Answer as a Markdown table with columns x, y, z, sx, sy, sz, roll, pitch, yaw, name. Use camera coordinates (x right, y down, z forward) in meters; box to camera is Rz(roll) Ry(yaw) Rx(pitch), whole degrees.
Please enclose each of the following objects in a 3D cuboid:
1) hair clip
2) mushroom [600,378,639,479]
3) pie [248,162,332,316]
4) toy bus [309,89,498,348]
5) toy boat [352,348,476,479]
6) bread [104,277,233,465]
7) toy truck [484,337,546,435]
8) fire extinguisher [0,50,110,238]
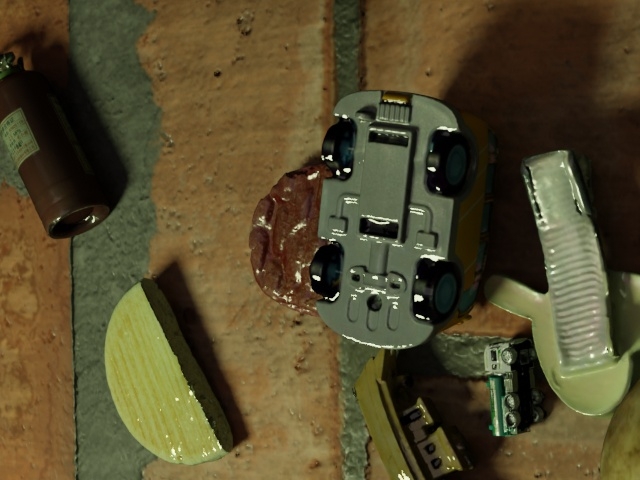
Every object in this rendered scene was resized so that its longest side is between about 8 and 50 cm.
| x | y | z | sx | sy | sz | roll | pitch | yaw | name |
| --- | --- | --- | --- | --- | --- | --- | --- | --- | --- |
| 0.202 | 0.039 | 1.202 | 0.159 | 0.071 | 0.218 | -18 | 75 | 34 | hair clip |
| 0.319 | 0.167 | 1.056 | 0.255 | 0.184 | 0.255 | 0 | 93 | 3 | mushroom |
| 0.000 | 0.000 | 1.359 | 0.153 | 0.038 | 0.153 | 0 | 90 | 37 | pie |
| 0.079 | -0.018 | 1.243 | 0.126 | 0.136 | 0.209 | 10 | 97 | 32 | toy bus |
| 0.094 | 0.186 | 1.286 | 0.072 | 0.064 | 0.206 | -28 | 75 | 16 | toy boat |
| -0.161 | 0.145 | 1.473 | 0.112 | 0.036 | 0.193 | -37 | 75 | 34 | bread |
| 0.161 | 0.124 | 1.251 | 0.044 | 0.039 | 0.083 | -5 | 90 | 48 | toy truck |
| -0.301 | -0.107 | 1.546 | 0.231 | 0.071 | 0.099 | 60 | 148 | 18 | fire extinguisher |
